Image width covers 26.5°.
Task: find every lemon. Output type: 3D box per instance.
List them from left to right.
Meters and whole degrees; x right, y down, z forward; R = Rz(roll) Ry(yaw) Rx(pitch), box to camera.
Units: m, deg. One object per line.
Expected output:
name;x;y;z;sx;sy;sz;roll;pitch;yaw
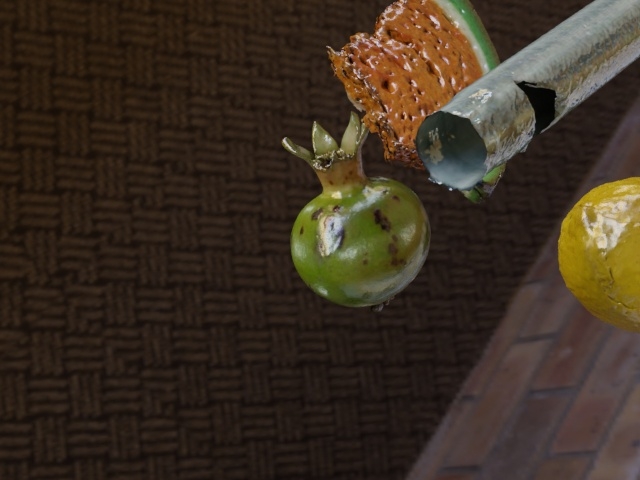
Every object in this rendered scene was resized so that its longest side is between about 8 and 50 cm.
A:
lemon;0.425;0.021;1.783;0.260;0.204;0.204;26;64;-23

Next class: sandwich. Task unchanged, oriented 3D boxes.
sandwich;0.104;-0.135;1.309;0.159;0.079;0.235;-24;73;-22

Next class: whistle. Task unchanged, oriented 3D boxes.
whistle;0.177;-0.125;1.018;0.312;0.062;0.062;-36;104;-44

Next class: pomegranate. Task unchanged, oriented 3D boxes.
pomegranate;0.033;-0.029;1.496;0.156;0.156;0.220;-17;84;-41
